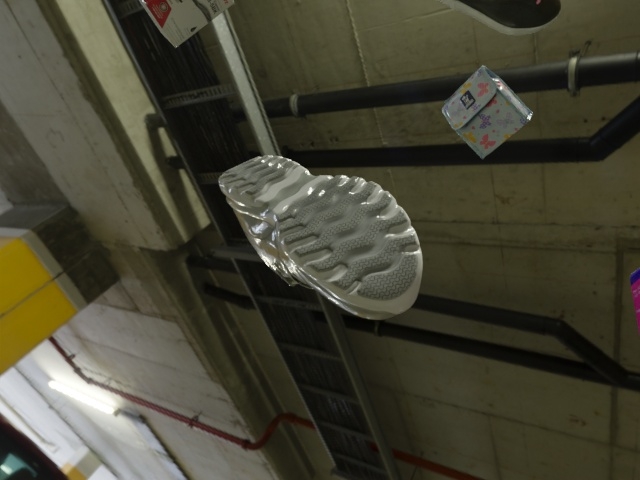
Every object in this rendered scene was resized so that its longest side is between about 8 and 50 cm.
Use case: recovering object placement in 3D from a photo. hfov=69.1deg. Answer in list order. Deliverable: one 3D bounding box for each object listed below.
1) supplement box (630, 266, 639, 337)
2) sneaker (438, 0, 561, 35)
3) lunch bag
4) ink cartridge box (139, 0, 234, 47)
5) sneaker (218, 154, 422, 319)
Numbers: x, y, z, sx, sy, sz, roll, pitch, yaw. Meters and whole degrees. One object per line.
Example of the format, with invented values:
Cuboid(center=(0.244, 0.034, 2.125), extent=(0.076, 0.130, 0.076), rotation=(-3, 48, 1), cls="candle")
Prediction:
Cuboid(center=(0.303, 0.104, 0.305), extent=(0.111, 0.220, 0.114), rotation=(7, -29, 8), cls="supplement box")
Cuboid(center=(0.300, -0.407, 0.701), extent=(0.147, 0.295, 0.105), rotation=(-16, -107, 63), cls="sneaker")
Cuboid(center=(0.193, -0.151, 0.549), extent=(0.083, 0.053, 0.071), rotation=(49, -52, 1), cls="lunch bag")
Cuboid(center=(-0.227, -0.412, 0.781), extent=(0.056, 0.135, 0.099), rotation=(49, -4, 24), cls="ink cartridge box")
Cuboid(center=(0.000, 0.000, 0.455), extent=(0.281, 0.105, 0.115), rotation=(39, -27, 51), cls="sneaker")
